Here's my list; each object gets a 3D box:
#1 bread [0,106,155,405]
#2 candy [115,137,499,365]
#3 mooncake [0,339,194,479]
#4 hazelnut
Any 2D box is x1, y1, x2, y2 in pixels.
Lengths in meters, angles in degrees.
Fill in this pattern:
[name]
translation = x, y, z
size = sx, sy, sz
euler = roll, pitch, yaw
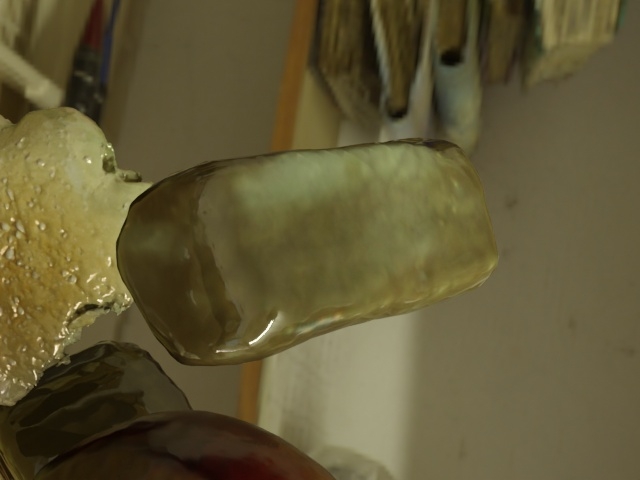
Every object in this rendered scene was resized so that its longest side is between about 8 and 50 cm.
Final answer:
[bread]
translation = -0.224, 0.006, 0.929
size = 0.251, 0.182, 0.039
euler = -40, -172, 30
[candy]
translation = 0.000, 0.000, 0.725
size = 0.234, 0.102, 0.104
euler = -12, 87, -44
[mooncake]
translation = -0.159, 0.227, 1.104
size = 0.284, 0.155, 0.284
euler = 52, -22, 31
[hazelnut]
translation = -0.091, 0.216, 0.814
size = 0.251, 0.217, 0.217
euler = -50, -175, 17
